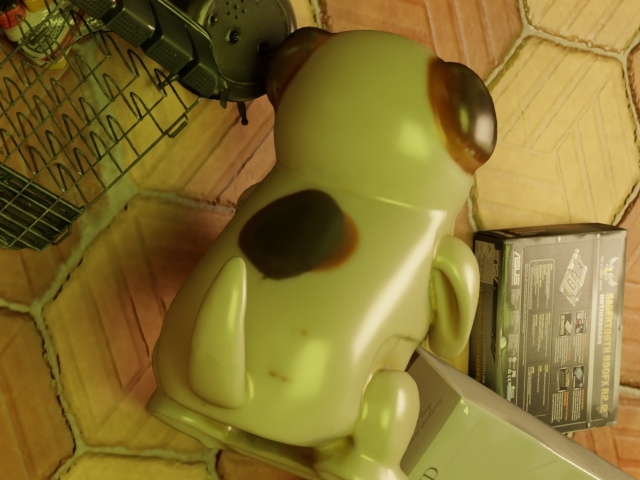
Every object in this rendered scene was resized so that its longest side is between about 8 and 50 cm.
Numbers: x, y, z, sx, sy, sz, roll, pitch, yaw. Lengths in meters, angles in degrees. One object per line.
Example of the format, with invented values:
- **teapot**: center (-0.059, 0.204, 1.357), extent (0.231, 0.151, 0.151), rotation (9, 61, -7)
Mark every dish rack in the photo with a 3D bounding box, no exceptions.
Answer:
- **dish rack**: center (-0.236, -0.115, 1.610), extent (0.271, 0.074, 0.208), rotation (-43, 135, 13)

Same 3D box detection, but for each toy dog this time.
- **toy dog**: center (0.000, 0.000, 1.686), extent (0.395, 0.284, 0.408), rotation (42, 67, -54)

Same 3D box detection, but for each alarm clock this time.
- **alarm clock**: center (-0.078, -0.216, 1.746), extent (0.129, 0.064, 0.192), rotation (20, 83, -35)

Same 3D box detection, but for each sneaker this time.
- **sneaker**: center (-0.191, -0.240, 1.657), extent (0.225, 0.088, 0.093), rotation (-37, 122, -14)

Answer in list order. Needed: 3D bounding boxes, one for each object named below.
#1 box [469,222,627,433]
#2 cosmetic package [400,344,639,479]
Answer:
- **box**: center (0.253, 0.100, 2.028), extent (0.183, 0.056, 0.231), rotation (-5, 101, -34)
- **cosmetic package**: center (0.197, 0.297, 1.910), extent (0.385, 0.156, 0.217), rotation (30, 97, -28)
